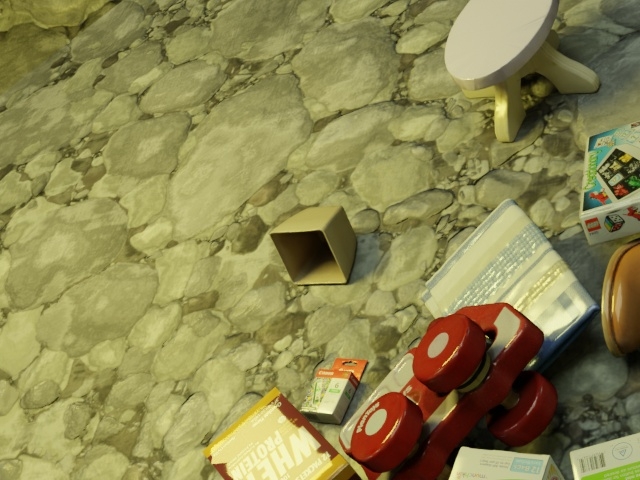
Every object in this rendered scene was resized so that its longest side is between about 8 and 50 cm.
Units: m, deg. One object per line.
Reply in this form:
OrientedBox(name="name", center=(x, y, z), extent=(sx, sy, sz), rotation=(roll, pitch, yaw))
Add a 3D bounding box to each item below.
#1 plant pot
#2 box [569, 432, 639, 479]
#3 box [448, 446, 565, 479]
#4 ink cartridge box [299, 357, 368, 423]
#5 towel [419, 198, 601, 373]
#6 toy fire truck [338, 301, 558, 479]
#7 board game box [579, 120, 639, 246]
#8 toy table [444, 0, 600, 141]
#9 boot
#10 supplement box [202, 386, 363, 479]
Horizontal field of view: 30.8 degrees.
OrientedBox(name="plant pot", center=(0.000, 0.000, 1.914), extent=(0.109, 0.109, 0.096), rotation=(-3, 35, 35))
OrientedBox(name="box", center=(0.422, 0.313, 1.236), extent=(0.262, 0.127, 0.231), rotation=(-20, 40, 18))
OrientedBox(name="box", center=(0.226, 0.331, 1.299), extent=(0.114, 0.203, 0.103), rotation=(-2, 48, 35))
OrientedBox(name="ink cartridge box", center=(0.020, 0.215, 1.720), extent=(0.063, 0.029, 0.115), rotation=(-1, 49, 37))
OrientedBox(name="towel", center=(0.259, 0.085, 1.629), extent=(0.209, 0.034, 0.285), rotation=(-49, 34, 15))
OrientedBox(name="toy fire truck", center=(0.151, 0.199, 1.515), extent=(0.302, 0.169, 0.254), rotation=(-52, 21, 4))
OrientedBox(name="board game box", center=(0.467, -0.101, 1.627), extent=(0.193, 0.053, 0.305), rotation=(-17, 20, 22))
OrientedBox(name="toy table", center=(0.330, -0.312, 1.952), extent=(0.252, 0.161, 0.274), rotation=(16, 60, 45))
OrientedBox(name="boot", center=(0.502, 0.045, 1.495), extent=(0.220, 0.109, 0.283), rotation=(5, 42, 41))
OrientedBox(name="supplement box", center=(-0.017, 0.329, 1.489), extent=(0.129, 0.194, 0.191), rotation=(-41, 38, -9))
